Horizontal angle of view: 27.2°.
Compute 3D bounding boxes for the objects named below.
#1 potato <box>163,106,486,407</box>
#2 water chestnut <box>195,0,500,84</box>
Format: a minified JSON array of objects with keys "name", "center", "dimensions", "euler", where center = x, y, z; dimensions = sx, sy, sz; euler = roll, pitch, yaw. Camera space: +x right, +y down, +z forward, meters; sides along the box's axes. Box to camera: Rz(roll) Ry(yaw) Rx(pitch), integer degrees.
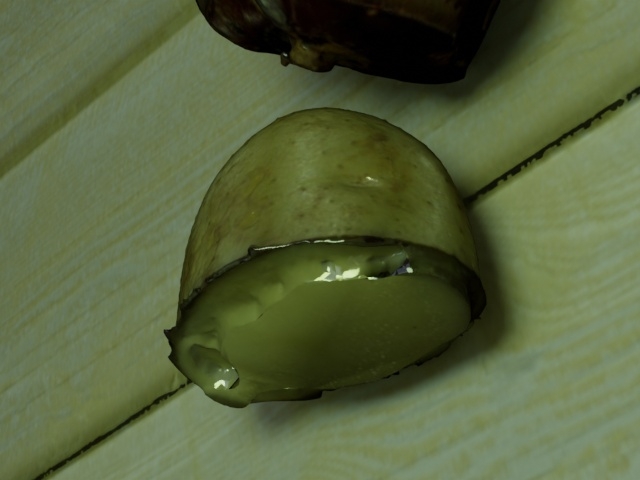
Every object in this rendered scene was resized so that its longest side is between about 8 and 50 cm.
[{"name":"potato","center":[0.000,0.000,1.106],"dimensions":[0.285,0.242,0.242],"euler":[-39,43,45]},{"name":"water chestnut","center":[0.032,-0.314,1.154],"dimensions":[0.335,0.335,0.347],"euler":[19,97,49]}]
